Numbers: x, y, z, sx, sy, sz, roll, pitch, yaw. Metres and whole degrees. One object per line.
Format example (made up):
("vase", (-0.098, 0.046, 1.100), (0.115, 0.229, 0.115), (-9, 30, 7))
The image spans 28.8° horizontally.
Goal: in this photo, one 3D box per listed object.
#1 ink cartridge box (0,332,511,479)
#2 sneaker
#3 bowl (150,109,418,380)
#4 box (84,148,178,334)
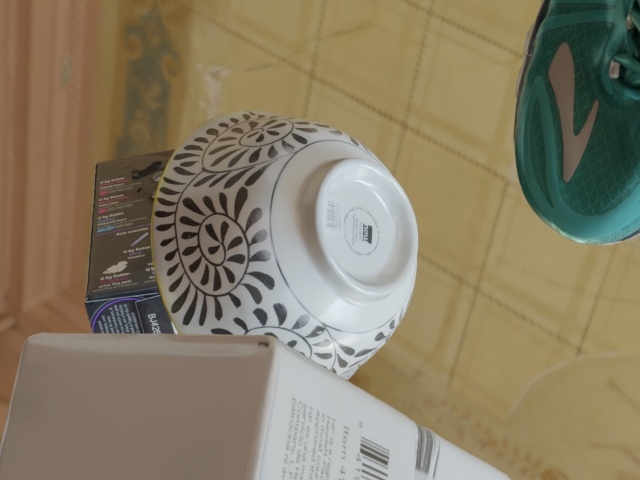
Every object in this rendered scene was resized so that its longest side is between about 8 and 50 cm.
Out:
("ink cartridge box", (-0.013, 0.126, 0.388), (0.086, 0.203, 0.148), (-1, -111, 26))
("sneaker", (0.145, -0.110, 0.478), (0.107, 0.110, 0.275), (31, -56, 11))
("bowl", (0.000, 0.000, 0.677), (0.080, 0.170, 0.170), (-18, -83, 46))
("box", (-0.153, 0.037, 1.293), (0.270, 0.143, 0.165), (-103, -177, -57))
